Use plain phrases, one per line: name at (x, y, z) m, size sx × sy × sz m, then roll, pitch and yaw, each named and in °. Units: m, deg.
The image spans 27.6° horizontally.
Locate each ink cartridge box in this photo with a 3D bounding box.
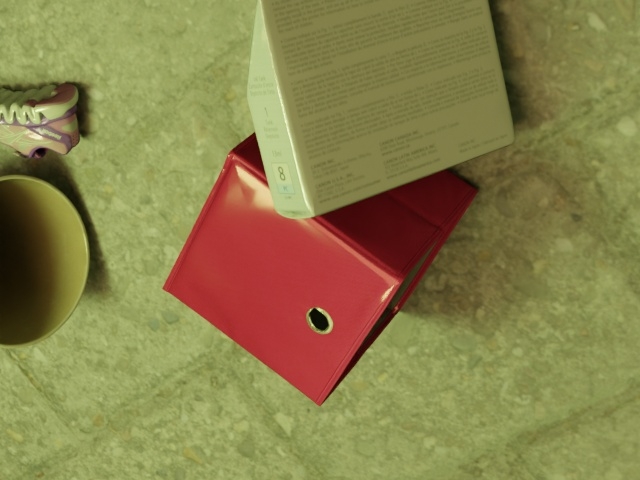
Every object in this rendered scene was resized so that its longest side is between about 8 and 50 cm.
ink cartridge box at (0.049, -0.251, 1.492) m, size 0.091 × 0.308 × 0.385 m, roll 5°, pitch 112°, yaw 59°

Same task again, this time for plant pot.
plant pot at (-0.540, 0.026, 2.009) m, size 0.274 × 0.256 × 0.256 m, roll 3°, pitch 119°, yaw 45°

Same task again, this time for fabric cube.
fabric cube at (0.000, 0.000, 1.675) m, size 0.258 × 0.259 × 0.254 m, roll 36°, pitch 128°, yaw 7°

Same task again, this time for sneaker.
sneaker at (-0.452, -0.168, 1.933) m, size 0.236 × 0.095 × 0.104 m, roll 2°, pitch 124°, yaw 26°
